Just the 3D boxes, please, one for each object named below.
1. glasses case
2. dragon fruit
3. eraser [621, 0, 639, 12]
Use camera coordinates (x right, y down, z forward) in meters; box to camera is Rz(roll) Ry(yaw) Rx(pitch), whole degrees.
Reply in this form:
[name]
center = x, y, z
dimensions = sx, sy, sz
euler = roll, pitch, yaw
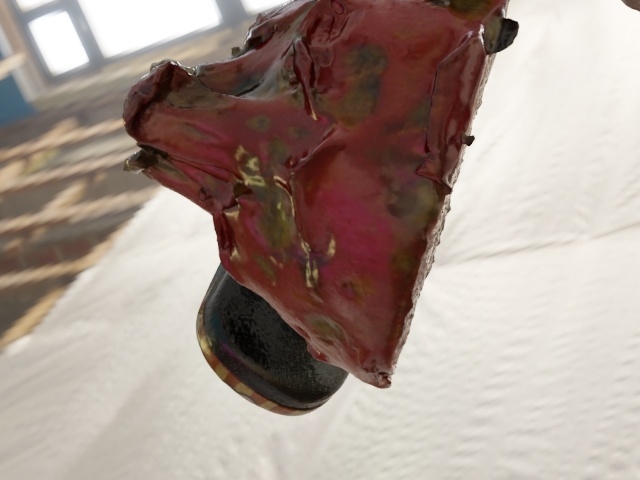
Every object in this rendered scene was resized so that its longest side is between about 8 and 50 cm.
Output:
[glasses case]
center = 0.000, 0.000, 1.155
dimensions = 0.082, 0.122, 0.321
euler = -40, -162, 44
[dragon fruit]
center = -0.016, -0.041, 0.826
dimensions = 0.212, 0.262, 0.134
euler = 17, -156, 13
[eraser]
center = 0.310, -0.308, 1.203
dimensions = 0.174, 0.270, 0.095
euler = 3, 151, -11
